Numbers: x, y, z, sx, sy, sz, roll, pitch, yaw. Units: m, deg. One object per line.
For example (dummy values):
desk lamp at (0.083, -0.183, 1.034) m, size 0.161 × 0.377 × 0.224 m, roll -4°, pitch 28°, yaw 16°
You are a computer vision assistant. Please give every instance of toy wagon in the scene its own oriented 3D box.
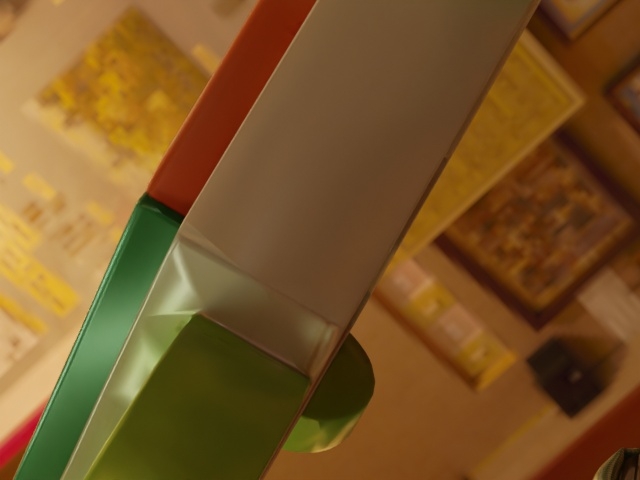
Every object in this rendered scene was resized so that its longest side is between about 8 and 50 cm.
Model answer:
toy wagon at (0.000, 0.000, 0.438) m, size 0.068 × 0.267 × 0.344 m, roll 30°, pitch -145°, yaw 3°

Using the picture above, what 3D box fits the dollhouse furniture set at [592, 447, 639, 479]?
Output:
dollhouse furniture set at (0.053, 0.104, 0.488) m, size 0.059 × 0.076 × 0.152 m, roll 16°, pitch -168°, yaw 9°
